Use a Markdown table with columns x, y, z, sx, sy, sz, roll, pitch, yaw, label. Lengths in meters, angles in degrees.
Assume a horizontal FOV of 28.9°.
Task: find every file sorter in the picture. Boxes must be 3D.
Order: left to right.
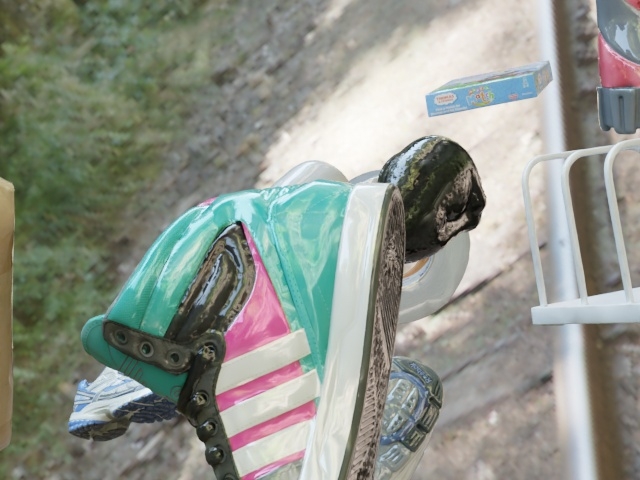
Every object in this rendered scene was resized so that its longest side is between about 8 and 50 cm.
| x | y | z | sx | sy | sz | roll | pitch | yaw | label |
| --- | --- | --- | --- | --- | --- | --- | --- | --- | --- |
| 0.349 | -0.018 | 1.174 | 0.193 | 0.173 | 0.278 | -9 | 1 | -28 | file sorter |

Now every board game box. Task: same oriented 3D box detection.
| x | y | z | sx | sy | sz | roll | pitch | yaw | label |
| --- | --- | --- | --- | --- | --- | --- | --- | --- | --- |
| 0.256 | -0.229 | 1.862 | 0.160 | 0.039 | 0.211 | -9 | 9 | 18 | board game box |

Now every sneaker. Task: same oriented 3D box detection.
| x | y | z | sx | sy | sz | roll | pitch | yaw | label |
| --- | --- | --- | --- | --- | --- | --- | --- | --- | --- |
| -0.154 | 0.118 | 1.004 | 0.135 | 0.052 | 0.058 | -21 | 59 | 31 | sneaker |
| -0.059 | 0.099 | 0.746 | 0.179 | 0.124 | 0.295 | 7 | 78 | 15 | sneaker |
| 0.036 | 0.264 | 1.265 | 0.111 | 0.129 | 0.297 | 33 | 76 | 22 | sneaker |

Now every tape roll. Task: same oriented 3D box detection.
| x | y | z | sx | sy | sz | roll | pitch | yaw | label |
| --- | --- | --- | --- | --- | --- | --- | --- | --- | --- |
| 0.102 | 0.008 | 1.790 | 0.219 | 0.219 | 0.072 | -40 | 12 | 2 | tape roll |

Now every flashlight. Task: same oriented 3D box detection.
| x | y | z | sx | sy | sz | roll | pitch | yaw | label |
| --- | --- | --- | --- | --- | --- | --- | --- | --- | --- |
| 0.312 | -0.258 | 1.198 | 0.103 | 0.304 | 0.103 | -7 | 13 | -8 | flashlight |

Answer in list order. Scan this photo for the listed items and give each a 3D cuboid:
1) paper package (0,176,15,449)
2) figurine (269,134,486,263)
| x | y | z | sx | sy | sz | roll | pitch | yaw | label |
| --- | --- | --- | --- | --- | --- | --- | --- | --- | --- |
| -0.347 | 0.039 | 0.545 | 0.310 | 0.168 | 0.325 | 25 | 36 | 31 | paper package |
| 0.000 | 0.000 | 1.044 | 0.215 | 0.092 | 0.209 | -8 | 20 | 38 | figurine |
